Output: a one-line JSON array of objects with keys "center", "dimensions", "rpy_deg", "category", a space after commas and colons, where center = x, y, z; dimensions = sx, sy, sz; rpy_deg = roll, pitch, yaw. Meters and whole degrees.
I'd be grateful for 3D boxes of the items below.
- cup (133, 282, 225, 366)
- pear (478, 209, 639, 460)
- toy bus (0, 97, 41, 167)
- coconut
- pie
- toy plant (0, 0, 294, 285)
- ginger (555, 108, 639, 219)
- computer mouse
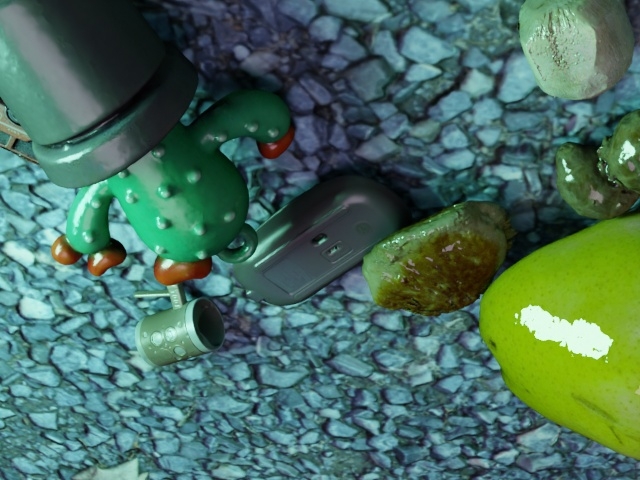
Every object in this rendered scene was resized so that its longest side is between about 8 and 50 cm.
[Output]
[{"center": [-0.192, 0.112, 1.506], "dimensions": [0.099, 0.074, 0.102], "rpy_deg": [-20, 130, 25], "category": "cup"}, {"center": [0.357, 0.098, 1.306], "dimensions": [0.336, 0.285, 0.285], "rpy_deg": [26, 141, 24], "category": "pear"}, {"center": [-0.371, -0.159, 1.261], "dimensions": [0.235, 0.073, 0.096], "rpy_deg": [26, 142, -18], "category": "toy bus"}, {"center": [0.245, -0.187, 1.124], "dimensions": [0.110, 0.110, 0.124], "rpy_deg": [-14, 126, 20], "category": "coconut"}, {"center": [0.134, 0.022, 1.345], "dimensions": [0.163, 0.079, 0.193], "rpy_deg": [7, 143, -24], "category": "pie"}, {"center": [-0.184, -0.114, 1.193], "dimensions": [0.185, 0.279, 0.400], "rpy_deg": [17, 147, 53], "category": "toy plant"}, {"center": [0.336, -0.095, 1.222], "dimensions": [0.104, 0.080, 0.204], "rpy_deg": [41, 130, -14], "category": "ginger"}, {"center": [0.000, -0.001, 1.378], "dimensions": [0.232, 0.057, 0.120], "rpy_deg": [-35, 124, 29], "category": "computer mouse"}]
